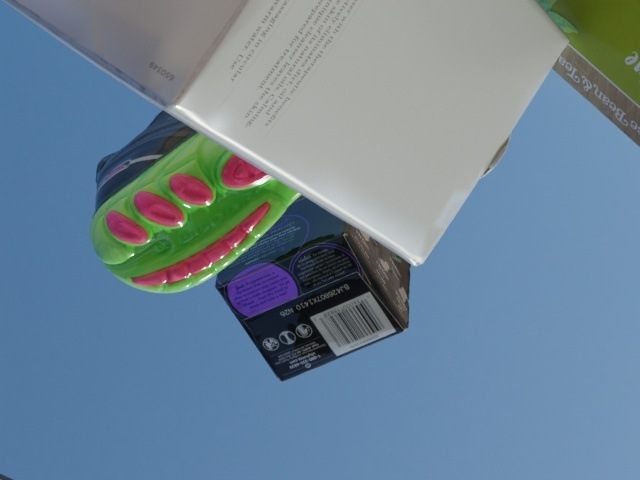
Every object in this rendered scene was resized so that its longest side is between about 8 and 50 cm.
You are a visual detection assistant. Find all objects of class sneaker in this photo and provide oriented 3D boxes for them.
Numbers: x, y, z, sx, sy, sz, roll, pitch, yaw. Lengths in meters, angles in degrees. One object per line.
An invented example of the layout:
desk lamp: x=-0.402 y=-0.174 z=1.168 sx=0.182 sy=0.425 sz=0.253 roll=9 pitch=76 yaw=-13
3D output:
sneaker: x=-0.027 y=-0.136 z=1.751 sx=0.185 sy=0.482 sz=0.202 roll=65 pitch=177 yaw=-39

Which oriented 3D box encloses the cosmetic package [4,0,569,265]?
cosmetic package: x=-0.003 y=-0.135 z=1.074 sx=0.155 sy=0.197 sz=0.365 roll=34 pitch=-179 yaw=27

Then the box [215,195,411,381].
box: x=0.000 y=0.000 z=1.929 sx=0.143 sy=0.165 sz=0.270 roll=57 pitch=-158 yaw=-28

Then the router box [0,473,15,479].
router box: x=-0.345 y=0.290 z=1.861 sx=0.038 sy=0.122 sz=0.092 roll=-40 pitch=-52 yaw=-33

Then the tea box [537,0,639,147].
tea box: x=0.337 y=-0.253 z=1.169 sx=0.329 sy=0.324 sz=0.220 roll=-25 pitch=-127 yaw=-24
